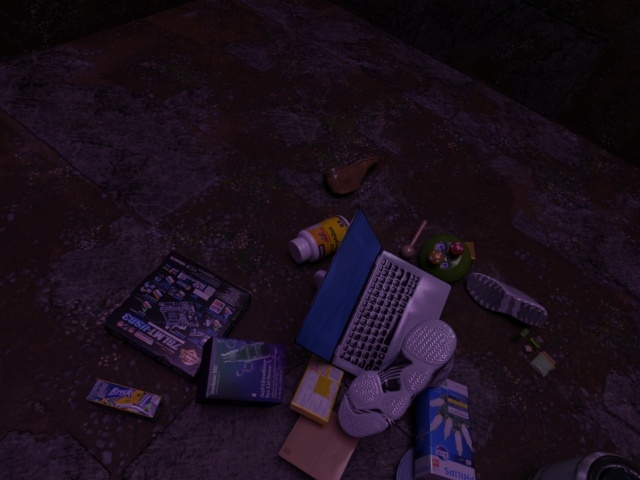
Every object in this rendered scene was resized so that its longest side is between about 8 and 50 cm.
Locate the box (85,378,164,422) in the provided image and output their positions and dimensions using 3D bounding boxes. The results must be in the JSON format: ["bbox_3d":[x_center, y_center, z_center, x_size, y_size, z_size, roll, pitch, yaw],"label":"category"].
[{"bbox_3d":[-0.486,0.401,1.014,0.169,0.059,0.054,17,53,-1],"label":"box"}]

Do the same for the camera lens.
[{"bbox_3d":[0.653,0.648,0.976,0.219,0.274,0.219,7,53,-9],"label":"camera lens"}]

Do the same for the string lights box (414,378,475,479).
[{"bbox_3d":[0.328,0.507,1.086,0.133,0.077,0.260,23,45,-11],"label":"string lights box"}]

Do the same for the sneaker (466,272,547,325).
[{"bbox_3d":[0.651,0.205,1.442,0.281,0.105,0.115,32,19,15],"label":"sneaker"}]

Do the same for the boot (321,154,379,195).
[{"bbox_3d":[0.141,-0.270,1.669,0.305,0.112,0.115,-28,95,-34],"label":"boot"}]

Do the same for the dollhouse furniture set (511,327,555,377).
[{"bbox_3d":[0.716,0.367,1.339,0.076,0.058,0.152,-27,64,-29],"label":"dollhouse furniture set"}]

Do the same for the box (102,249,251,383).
[{"bbox_3d":[-0.400,0.208,1.172,0.295,0.073,0.293,27,53,6],"label":"box"}]

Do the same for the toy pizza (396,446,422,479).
[{"bbox_3d":[0.286,0.639,1.045,0.201,0.032,0.201,9,52,-12],"label":"toy pizza"}]

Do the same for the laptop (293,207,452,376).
[{"bbox_3d":[0.175,0.192,1.116,0.408,0.236,0.382,28,75,-4],"label":"laptop"}]

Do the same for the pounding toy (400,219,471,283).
[{"bbox_3d":[0.419,0.038,1.435,0.237,0.110,0.183,35,83,20],"label":"pounding toy"}]

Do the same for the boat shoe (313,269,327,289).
[{"bbox_3d":[0.115,0.182,1.299,0.301,0.108,0.102,35,53,9],"label":"boat shoe"}]

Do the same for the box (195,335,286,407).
[{"bbox_3d":[-0.204,0.346,1.053,0.207,0.108,0.153,13,59,-25],"label":"box"}]

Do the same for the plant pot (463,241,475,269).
[{"bbox_3d":[0.521,0.055,1.513,0.083,0.081,0.081,7,52,5],"label":"plant pot"}]

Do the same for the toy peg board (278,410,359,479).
[{"bbox_3d":[0.004,0.531,1.042,0.160,0.079,0.161,21,49,22],"label":"toy peg board"}]

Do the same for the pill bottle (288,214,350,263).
[{"bbox_3d":[0.000,0.000,1.398,0.215,0.117,0.117,-26,64,-28],"label":"pill bottle"}]

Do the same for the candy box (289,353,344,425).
[{"bbox_3d":[-0.003,0.398,1.108,0.105,0.027,0.206,23,28,6],"label":"candy box"}]

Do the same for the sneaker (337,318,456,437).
[{"bbox_3d":[0.216,0.366,1.046,0.366,0.210,0.137,-46,57,2],"label":"sneaker"}]
